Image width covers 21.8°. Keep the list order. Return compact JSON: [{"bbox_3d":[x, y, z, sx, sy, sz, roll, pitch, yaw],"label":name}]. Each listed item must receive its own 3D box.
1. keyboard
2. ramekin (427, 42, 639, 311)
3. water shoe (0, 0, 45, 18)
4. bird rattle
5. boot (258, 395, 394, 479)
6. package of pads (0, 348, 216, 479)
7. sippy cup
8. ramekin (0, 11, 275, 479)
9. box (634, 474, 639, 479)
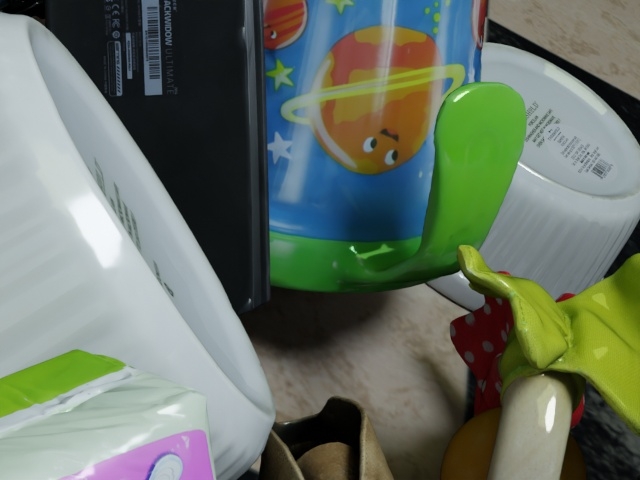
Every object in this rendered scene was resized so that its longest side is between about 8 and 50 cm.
[{"bbox_3d":[-0.127,-0.107,0.925,0.202,0.317,0.033,-1,1,13],"label":"keyboard"},{"bbox_3d":[0.136,-0.049,1.191,0.207,0.109,0.207,23,35,-17],"label":"ramekin"},{"bbox_3d":[-0.232,-0.151,1.062,0.203,0.073,0.080,2,67,-33],"label":"water shoe"},{"bbox_3d":[0.104,0.101,0.921,0.143,0.253,0.206,19,73,-5],"label":"bird rattle"},{"bbox_3d":[0.005,0.151,0.714,0.112,0.115,0.305,-8,11,-7],"label":"boot"},{"bbox_3d":[-0.148,0.190,0.529,0.101,0.229,0.297,9,22,44],"label":"package of pads"},{"bbox_3d":[0.001,-0.119,1.000,0.306,0.224,0.240,19,26,18],"label":"sippy cup"},{"bbox_3d":[-0.127,0.022,0.743,0.272,0.127,0.273,59,2,-4],"label":"ramekin"},{"bbox_3d":[0.239,0.146,0.962,0.184,0.190,0.045,-8,53,-44],"label":"box"}]
